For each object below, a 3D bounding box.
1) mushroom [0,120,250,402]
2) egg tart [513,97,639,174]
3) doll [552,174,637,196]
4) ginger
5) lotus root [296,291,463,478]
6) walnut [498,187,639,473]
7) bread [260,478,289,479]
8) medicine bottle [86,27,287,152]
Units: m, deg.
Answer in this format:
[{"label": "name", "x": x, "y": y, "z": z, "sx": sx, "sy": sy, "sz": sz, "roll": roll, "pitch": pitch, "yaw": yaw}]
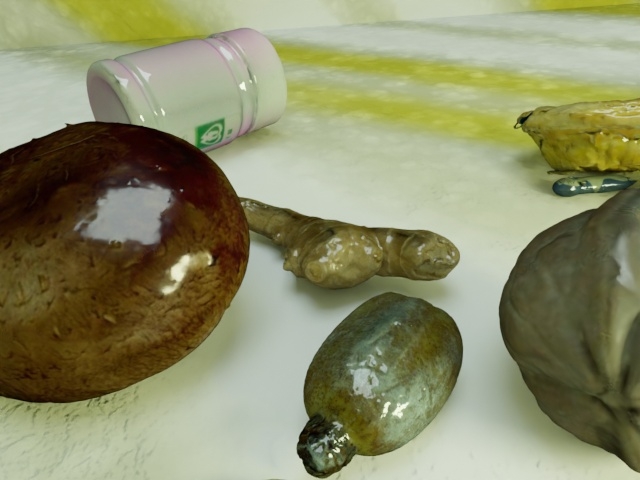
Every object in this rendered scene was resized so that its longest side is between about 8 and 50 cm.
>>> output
[{"label": "mushroom", "x": -0.252, "y": 0.005, "z": 0.523, "sx": 0.345, "sy": 0.239, "sz": 0.345, "roll": -26, "pitch": 27, "yaw": 15}, {"label": "egg tart", "x": 0.433, "y": -0.150, "z": 0.745, "sx": 0.291, "sy": 0.106, "sz": 0.291, "roll": 3, "pitch": 9, "yaw": 0}, {"label": "doll", "x": 0.411, "y": -0.085, "z": 0.736, "sx": 0.125, "sy": 0.027, "sz": 0.037, "roll": -7, "pitch": 25, "yaw": -3}, {"label": "ginger", "x": 0.000, "y": 0.000, "z": 0.613, "sx": 0.148, "sy": 0.081, "sz": 0.334, "roll": -32, "pitch": 35, "yaw": -35}, {"label": "lotus root", "x": 0.048, "y": 0.118, "z": 0.418, "sx": 0.113, "sy": 0.088, "sz": 0.192, "roll": 25, "pitch": 43, "yaw": 29}, {"label": "walnut", "x": 0.255, "y": 0.060, "z": 0.385, "sx": 0.225, "sy": 0.224, "sz": 0.224, "roll": -3, "pitch": 33, "yaw": 2}, {"label": "bread", "x": -0.069, "y": 0.204, "z": 0.284, "sx": 0.251, "sy": 0.038, "sz": 0.182, "roll": -9, "pitch": 0, "yaw": -8}, {"label": "medicine bottle", "x": -0.251, "y": -0.276, "z": 0.953, "sx": 0.326, "sy": 0.211, "sz": 0.212, "roll": -32, "pitch": 41, "yaw": -33}]
